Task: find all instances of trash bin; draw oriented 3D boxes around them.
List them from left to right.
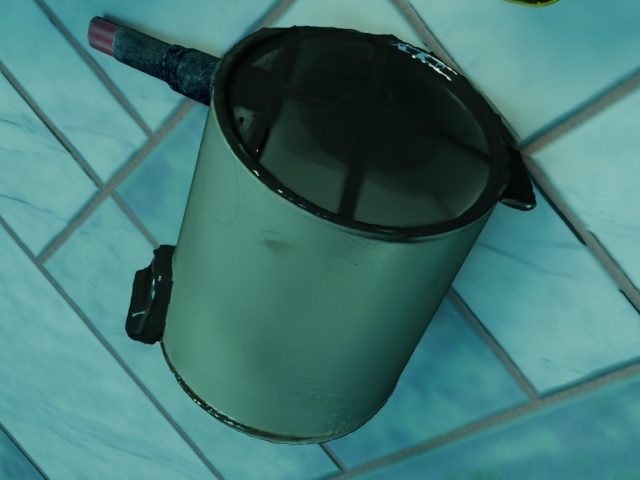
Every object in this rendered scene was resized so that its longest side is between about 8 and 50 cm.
[{"bbox_3d":[0.000,0.000,0.800,0.277,0.217,0.262,7,137,-12],"label":"trash bin"}]

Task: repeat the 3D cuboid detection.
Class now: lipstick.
[{"bbox_3d":[-0.121,-0.156,0.911,0.234,0.053,0.053,28,135,26],"label":"lipstick"}]

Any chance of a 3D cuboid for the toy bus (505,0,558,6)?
[{"bbox_3d":[0.146,-0.279,0.493,0.145,0.151,0.331,17,137,-21],"label":"toy bus"}]
